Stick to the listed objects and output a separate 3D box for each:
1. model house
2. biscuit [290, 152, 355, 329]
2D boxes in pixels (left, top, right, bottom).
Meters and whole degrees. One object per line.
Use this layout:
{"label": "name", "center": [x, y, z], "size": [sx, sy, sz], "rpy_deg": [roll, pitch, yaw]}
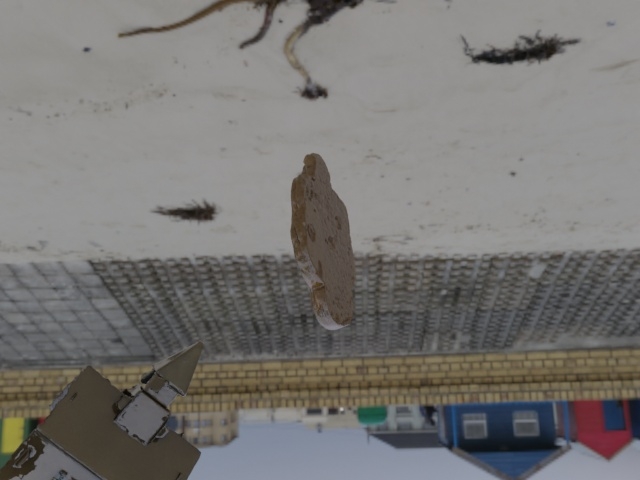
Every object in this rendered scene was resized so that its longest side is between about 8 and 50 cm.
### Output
{"label": "model house", "center": [-0.230, 0.221, 0.825], "size": [0.181, 0.248, 0.176], "rpy_deg": [44, 167, -12]}
{"label": "biscuit", "center": [0.000, 0.000, 1.073], "size": [0.041, 0.290, 0.208], "rpy_deg": [-12, 166, 20]}
